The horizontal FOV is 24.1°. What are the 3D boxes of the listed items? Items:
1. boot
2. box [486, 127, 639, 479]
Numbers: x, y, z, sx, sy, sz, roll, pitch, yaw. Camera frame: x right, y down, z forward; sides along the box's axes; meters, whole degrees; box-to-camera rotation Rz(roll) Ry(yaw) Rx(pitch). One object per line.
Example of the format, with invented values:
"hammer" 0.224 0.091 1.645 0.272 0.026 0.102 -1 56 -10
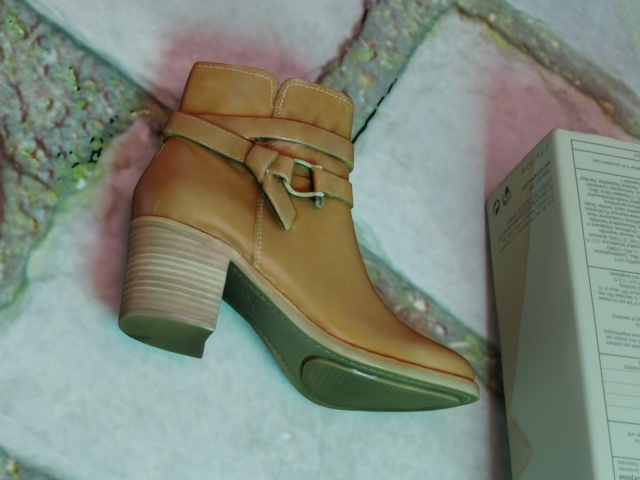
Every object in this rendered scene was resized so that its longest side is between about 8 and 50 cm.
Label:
"boot" 0.000 0.000 1.107 0.283 0.109 0.220 16 63 -9
"box" 0.222 0.085 1.118 0.148 0.121 0.311 11 59 -19
